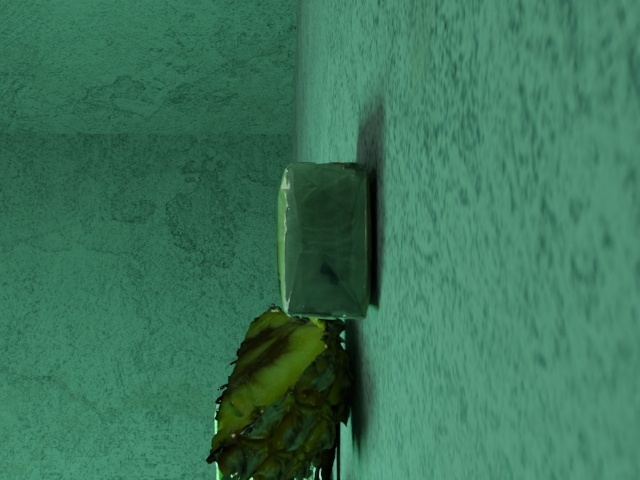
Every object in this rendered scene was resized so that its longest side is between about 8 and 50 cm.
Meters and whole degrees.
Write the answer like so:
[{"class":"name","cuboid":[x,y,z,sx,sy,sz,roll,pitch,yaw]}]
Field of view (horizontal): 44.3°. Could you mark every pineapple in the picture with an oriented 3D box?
[{"class":"pineapple","cuboid":[-0.012,0.177,0.947,0.161,0.158,0.334,51,-169,-13]}]

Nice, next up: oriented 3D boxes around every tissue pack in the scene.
[{"class":"tissue pack","cuboid":[0.000,0.000,0.805,0.196,0.092,0.149,174,96,-86]}]

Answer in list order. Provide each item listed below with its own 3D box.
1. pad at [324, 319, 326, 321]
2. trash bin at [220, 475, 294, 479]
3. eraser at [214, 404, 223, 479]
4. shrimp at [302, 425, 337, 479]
[{"class":"pad","cuboid":[-0.002,0.147,1.445,0.233,0.022,0.174,-97,8,-50]},{"class":"trash bin","cuboid":[-0.087,0.522,1.332,0.214,0.214,0.334,-129,36,-84]},{"class":"eraser","cuboid":[-0.095,0.435,1.484,0.092,0.209,0.274,-147,54,-84]},{"class":"shrimp","cuboid":[-0.006,0.284,1.222,0.222,0.054,0.291,175,98,-85]}]
